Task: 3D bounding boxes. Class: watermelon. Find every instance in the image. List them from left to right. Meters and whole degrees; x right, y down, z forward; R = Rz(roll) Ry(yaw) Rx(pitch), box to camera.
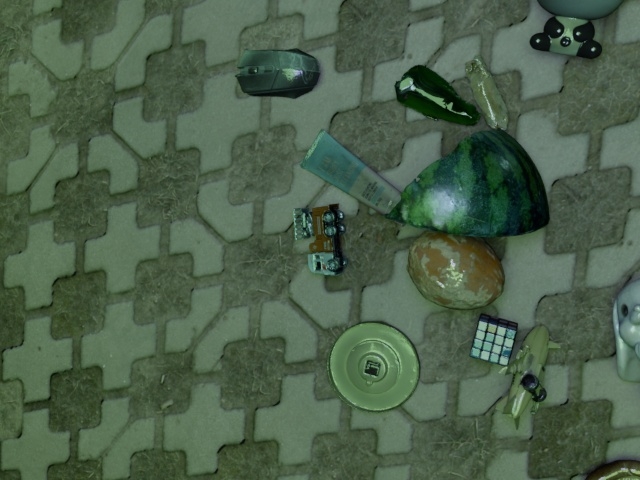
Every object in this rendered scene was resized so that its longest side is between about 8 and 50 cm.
[{"bbox_3d":[0.342,-0.137,1.627,0.319,0.292,0.222,11,102,24],"label":"watermelon"}]

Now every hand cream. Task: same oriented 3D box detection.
[{"bbox_3d":[0.095,-0.150,1.799,0.312,0.070,0.111,34,106,15],"label":"hand cream"}]

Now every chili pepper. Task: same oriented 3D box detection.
[{"bbox_3d":[0.280,-0.337,1.730,0.216,0.062,0.108,29,102,10],"label":"chili pepper"}]

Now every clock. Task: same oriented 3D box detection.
[{"bbox_3d":[0.133,0.319,1.847,0.235,0.029,0.234,1,95,16],"label":"clock"}]

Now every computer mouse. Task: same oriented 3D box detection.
[{"bbox_3d":[-0.113,-0.422,1.829,0.231,0.071,0.126,6,96,16],"label":"computer mouse"}]

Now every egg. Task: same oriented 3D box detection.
[{"bbox_3d":[0.312,0.066,1.690,0.233,0.195,0.194,19,100,12],"label":"egg"}]

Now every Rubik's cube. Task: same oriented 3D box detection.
[{"bbox_3d":[0.409,0.234,1.727,0.092,0.092,0.092,14,99,14],"label":"Rubik's cube"}]

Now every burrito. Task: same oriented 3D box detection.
[{"bbox_3d":[0.387,-0.340,1.706,0.058,0.045,0.188,-24,88,16],"label":"burrito"}]

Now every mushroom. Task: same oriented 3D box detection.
[{"bbox_3d":[0.690,0.557,1.686,0.210,0.072,0.094,-31,88,13],"label":"mushroom"}]

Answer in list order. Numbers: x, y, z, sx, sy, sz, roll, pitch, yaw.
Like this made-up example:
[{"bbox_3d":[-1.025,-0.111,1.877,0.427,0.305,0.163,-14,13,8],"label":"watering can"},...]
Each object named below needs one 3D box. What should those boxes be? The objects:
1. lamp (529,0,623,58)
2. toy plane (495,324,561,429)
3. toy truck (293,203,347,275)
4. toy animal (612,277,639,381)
[{"bbox_3d":[0.552,-0.524,1.579,0.198,0.198,0.243,13,107,15],"label":"lamp"},{"bbox_3d":[0.480,0.307,1.687,0.092,0.229,0.244,16,69,42],"label":"toy plane"},{"bbox_3d":[0.000,0.000,1.831,0.115,0.080,0.177,-4,93,21],"label":"toy truck"},{"bbox_3d":[0.768,0.219,1.586,0.249,0.174,0.289,-5,95,28],"label":"toy animal"}]
